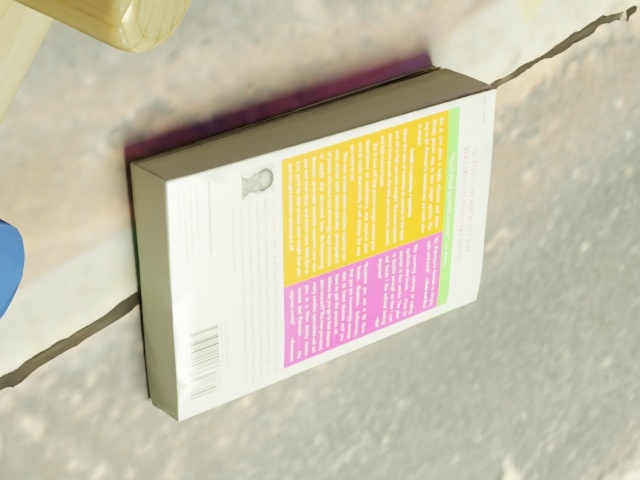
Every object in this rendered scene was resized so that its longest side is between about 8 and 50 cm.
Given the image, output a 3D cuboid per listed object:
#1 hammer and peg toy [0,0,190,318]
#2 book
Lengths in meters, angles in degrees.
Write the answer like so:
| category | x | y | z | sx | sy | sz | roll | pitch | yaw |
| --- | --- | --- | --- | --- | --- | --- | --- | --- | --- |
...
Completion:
| category | x | y | z | sx | sy | sz | roll | pitch | yaw |
| --- | --- | --- | --- | --- | --- | --- | --- | --- | --- |
| hammer and peg toy | -0.184 | 0.021 | 0.459 | 0.361 | 0.127 | 0.266 | -64 | 158 | -2 |
| book | 0.000 | 0.000 | 0.715 | 0.144 | 0.035 | 0.096 | -19 | 121 | -34 |
